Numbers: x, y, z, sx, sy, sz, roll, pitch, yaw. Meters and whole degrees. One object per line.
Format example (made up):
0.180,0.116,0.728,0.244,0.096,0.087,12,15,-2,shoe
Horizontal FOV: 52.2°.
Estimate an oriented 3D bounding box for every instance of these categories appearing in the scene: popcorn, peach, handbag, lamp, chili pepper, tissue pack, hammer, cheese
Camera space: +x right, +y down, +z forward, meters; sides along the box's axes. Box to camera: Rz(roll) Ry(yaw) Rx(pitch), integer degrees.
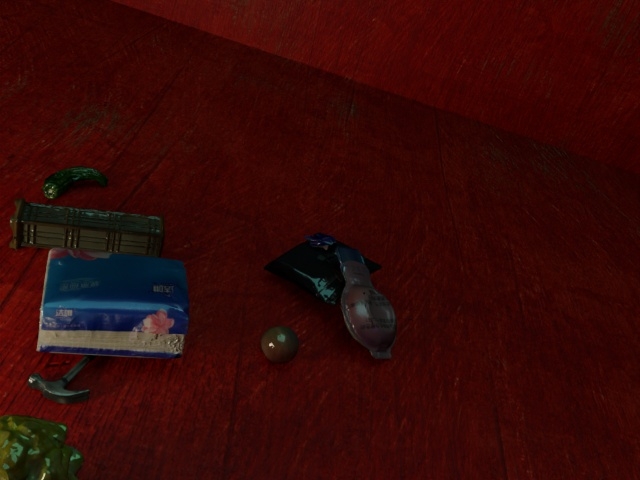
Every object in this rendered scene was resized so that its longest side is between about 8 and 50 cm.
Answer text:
-0.430,0.353,0.951,0.212,0.198,0.198,27,23,-42,popcorn
-0.086,0.221,1.378,0.083,0.083,0.083,14,34,-10,peach
0.012,0.067,1.638,0.211,0.089,0.254,26,32,22,handbag
-0.523,-0.021,1.482,0.325,0.089,0.090,6,37,-19,lamp
-0.625,-0.148,1.643,0.073,0.050,0.182,28,31,24,chili pepper
-0.397,0.118,1.269,0.269,0.137,0.209,8,34,-20,tissue pack
-0.433,0.220,1.247,0.103,0.029,0.246,25,33,8,hammer
0.104,0.142,1.529,0.189,0.074,0.286,9,55,-48,cheese

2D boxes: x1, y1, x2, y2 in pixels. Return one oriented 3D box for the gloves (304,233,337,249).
0.000,0.000,1.650,0.064,0.026,0.086,-13,28,-33,gloves
